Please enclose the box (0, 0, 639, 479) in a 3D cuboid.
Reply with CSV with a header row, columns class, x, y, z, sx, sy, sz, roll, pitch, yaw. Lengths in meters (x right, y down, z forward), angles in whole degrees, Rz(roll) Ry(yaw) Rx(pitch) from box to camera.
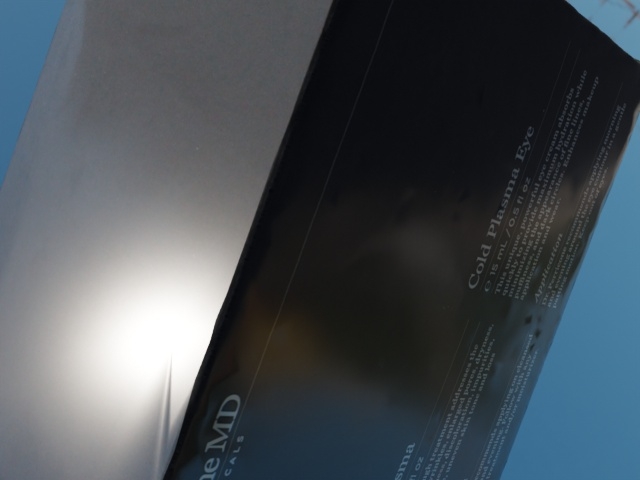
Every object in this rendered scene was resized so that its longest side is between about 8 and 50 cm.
class,x,y,z,sx,sy,sz,roll,pitch,yaw
box,0.000,0.000,0.566,0.179,0.343,0.312,23,-176,37
